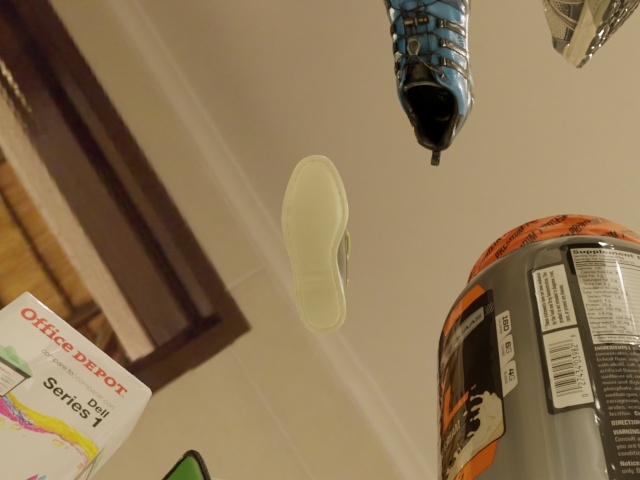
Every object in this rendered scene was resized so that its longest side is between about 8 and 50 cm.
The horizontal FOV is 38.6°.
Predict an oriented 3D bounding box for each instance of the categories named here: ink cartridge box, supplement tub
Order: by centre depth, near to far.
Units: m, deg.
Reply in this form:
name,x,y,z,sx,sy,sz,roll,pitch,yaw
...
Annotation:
name,x,y,z,sx,sy,sz,roll,pitch,yaw
supplement tub,0.167,0.125,0.552,0.193,0.316,0.194,3,-59,6
ink cartridge box,-0.353,0.214,1.002,0.201,0.278,0.117,38,-50,5

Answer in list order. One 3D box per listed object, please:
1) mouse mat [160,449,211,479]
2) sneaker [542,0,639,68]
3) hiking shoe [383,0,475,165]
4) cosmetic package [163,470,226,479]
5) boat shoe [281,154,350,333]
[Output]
name,x,y,z,sx,sy,sz,roll,pitch,yaw
mouse mat,-0.093,0.228,0.505,0.190,0.007,0.153,-50,-132,29
sneaker,0.230,-0.262,0.806,0.122,0.110,0.283,39,-10,19
hiking shoe,0.143,-0.256,1.180,0.113,0.132,0.304,-8,-53,21
cosmetic package,-0.133,0.400,1.102,0.151,0.184,0.151,-8,-42,45
boat shoe,-0.005,0.000,1.528,0.109,0.091,0.305,-2,-72,3
